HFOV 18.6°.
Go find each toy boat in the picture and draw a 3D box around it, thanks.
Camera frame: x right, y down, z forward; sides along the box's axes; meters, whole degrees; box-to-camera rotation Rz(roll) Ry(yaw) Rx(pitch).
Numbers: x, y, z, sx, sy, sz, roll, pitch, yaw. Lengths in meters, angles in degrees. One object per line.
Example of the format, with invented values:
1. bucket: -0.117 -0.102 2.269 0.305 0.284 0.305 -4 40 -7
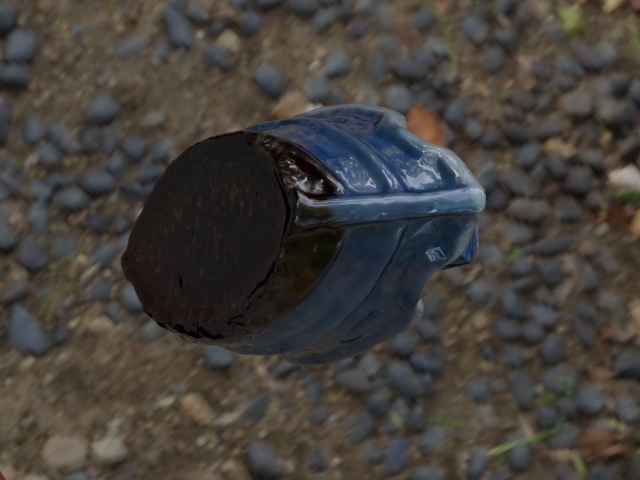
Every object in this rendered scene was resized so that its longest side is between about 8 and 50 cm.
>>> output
1. toy boat: 0.000 0.000 1.007 0.142 0.309 0.129 0 83 -24

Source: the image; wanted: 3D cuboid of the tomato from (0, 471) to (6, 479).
1. tomato: -0.297 0.209 1.354 0.309 0.309 0.170 59 30 6
